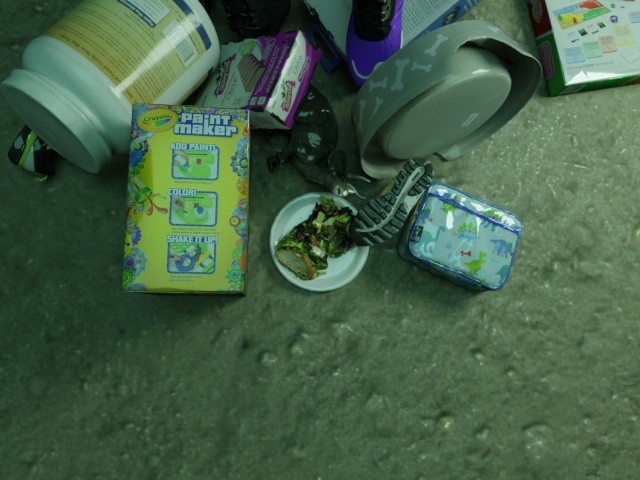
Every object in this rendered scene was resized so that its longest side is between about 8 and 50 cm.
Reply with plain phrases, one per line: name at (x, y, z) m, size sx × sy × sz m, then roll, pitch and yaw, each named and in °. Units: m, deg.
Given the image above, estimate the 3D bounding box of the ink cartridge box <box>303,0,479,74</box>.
ink cartridge box at (0.123, -0.485, 1.001) m, size 0.395 × 0.151 × 0.270 m, roll -35°, pitch 87°, yaw 23°

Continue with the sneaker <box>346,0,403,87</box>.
sneaker at (0.086, -0.403, 0.875) m, size 0.102 × 0.146 × 0.293 m, roll 15°, pitch 106°, yaw 18°

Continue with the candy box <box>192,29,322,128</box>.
candy box at (-0.124, -0.291, 0.984) m, size 0.071 × 0.233 × 0.159 m, roll 30°, pitch 76°, yaw -44°

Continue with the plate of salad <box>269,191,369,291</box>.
plate of salad at (0.000, 0.000, 1.047) m, size 0.200 × 0.048 × 0.199 m, roll 1°, pitch 82°, yaw -6°

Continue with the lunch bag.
lunch bag at (0.278, -0.008, 1.061) m, size 0.219 × 0.090 × 0.176 m, roll 25°, pitch 78°, yaw -4°

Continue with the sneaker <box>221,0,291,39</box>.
sneaker at (-0.135, -0.450, 0.972) m, size 0.109 × 0.286 × 0.130 m, roll 11°, pitch 81°, yaw 22°

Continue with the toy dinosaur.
toy dinosaur at (-0.025, -0.213, 1.054) m, size 0.160 × 0.121 × 0.313 m, roll -8°, pitch 78°, yaw -19°

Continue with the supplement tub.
supplement tub at (-0.351, -0.293, 0.920) m, size 0.228 × 0.228 × 0.316 m, roll 37°, pitch 67°, yaw -1°

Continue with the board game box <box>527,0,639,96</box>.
board game box at (0.593, -0.491, 1.170) m, size 0.242 × 0.064 × 0.316 m, roll -10°, pitch 84°, yaw -8°

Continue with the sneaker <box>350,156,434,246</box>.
sneaker at (0.141, -0.066, 1.039) m, size 0.081 × 0.094 × 0.208 m, roll 45°, pitch 88°, yaw 4°

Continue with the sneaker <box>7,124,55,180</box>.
sneaker at (-0.494, -0.222, 1.016) m, size 0.097 × 0.084 × 0.234 m, roll 32°, pitch 80°, yaw -26°

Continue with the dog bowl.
dog bowl at (0.213, -0.248, 0.966) m, size 0.349 × 0.348 × 0.102 m, roll -21°, pitch 73°, yaw -9°

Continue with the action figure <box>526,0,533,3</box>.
action figure at (0.312, -0.576, 1.101) m, size 0.341 × 0.178 × 0.330 m, roll 42°, pitch 86°, yaw 15°

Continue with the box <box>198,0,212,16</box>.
box at (-0.308, -0.546, 1.020) m, size 0.203 × 0.167 × 0.168 m, roll 9°, pitch 82°, yaw -5°

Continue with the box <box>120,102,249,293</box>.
box at (-0.210, -0.046, 0.905) m, size 0.177 × 0.290 × 0.279 m, roll 1°, pitch 84°, yaw -7°
